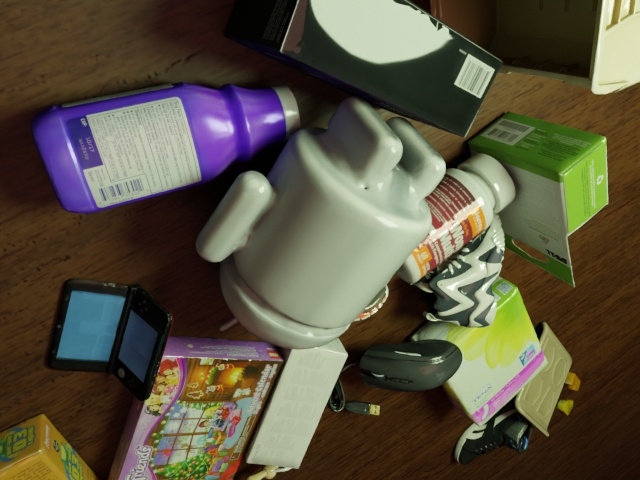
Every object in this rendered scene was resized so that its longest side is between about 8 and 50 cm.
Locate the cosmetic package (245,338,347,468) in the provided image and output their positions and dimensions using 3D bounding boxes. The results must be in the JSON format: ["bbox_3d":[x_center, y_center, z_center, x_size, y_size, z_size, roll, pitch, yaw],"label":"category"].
[{"bbox_3d":[-0.047,0.272,0.823,0.099,0.060,0.238,17,104,-21],"label":"cosmetic package"}]

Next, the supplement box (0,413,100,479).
[{"bbox_3d":[-0.384,0.364,0.702,0.080,0.078,0.233,-27,125,-14],"label":"supplement box"}]

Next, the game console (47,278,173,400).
[{"bbox_3d":[-0.279,0.135,0.637,0.085,0.124,0.143,-6,122,-56],"label":"game console"}]

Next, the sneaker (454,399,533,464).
[{"bbox_3d":[0.436,0.502,1.195,0.079,0.121,0.216,31,98,-36],"label":"sneaker"}]

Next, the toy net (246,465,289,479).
[{"bbox_3d":[-0.119,0.460,0.893,0.232,0.045,0.122,-34,160,-24],"label":"toy net"}]

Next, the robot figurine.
[{"bbox_3d":[0.000,0.000,0.618,0.300,0.199,0.353,16,123,-34],"label":"robot figurine"}]

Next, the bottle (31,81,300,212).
[{"bbox_3d":[-0.164,-0.120,0.556,0.283,0.092,0.118,-19,121,-19],"label":"bottle"}]

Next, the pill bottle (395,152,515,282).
[{"bbox_3d":[0.196,-0.040,0.778,0.221,0.121,0.121,-35,127,-8],"label":"pill bottle"}]

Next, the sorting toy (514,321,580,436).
[{"bbox_3d":[0.574,0.366,1.212,0.307,0.041,0.229,42,67,-37],"label":"sorting toy"}]

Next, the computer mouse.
[{"bbox_3d":[0.126,0.266,0.880,0.262,0.060,0.183,0,120,0],"label":"computer mouse"}]

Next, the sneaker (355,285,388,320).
[{"bbox_3d":[0.043,0.100,0.810,0.158,0.061,0.064,-27,118,-15],"label":"sneaker"}]

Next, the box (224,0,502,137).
[{"bbox_3d":[0.046,-0.224,0.560,0.261,0.184,0.103,13,110,-33],"label":"box"}]

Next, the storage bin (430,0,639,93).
[{"bbox_3d":[0.260,-0.324,0.577,0.123,0.262,0.260,-24,124,-19],"label":"storage bin"}]

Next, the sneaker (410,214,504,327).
[{"bbox_3d":[0.231,0.041,0.856,0.153,0.094,0.234,0,102,-12],"label":"sneaker"}]

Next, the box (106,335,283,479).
[{"bbox_3d":[-0.204,0.293,0.774,0.201,0.057,0.293,12,109,-33],"label":"box"}]

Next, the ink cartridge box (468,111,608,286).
[{"bbox_3d":[0.375,-0.070,0.820,0.097,0.189,0.255,-38,128,-9],"label":"ink cartridge box"}]

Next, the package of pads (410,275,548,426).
[{"bbox_3d":[0.338,0.236,1.014,0.229,0.101,0.296,-39,124,-5],"label":"package of pads"}]
